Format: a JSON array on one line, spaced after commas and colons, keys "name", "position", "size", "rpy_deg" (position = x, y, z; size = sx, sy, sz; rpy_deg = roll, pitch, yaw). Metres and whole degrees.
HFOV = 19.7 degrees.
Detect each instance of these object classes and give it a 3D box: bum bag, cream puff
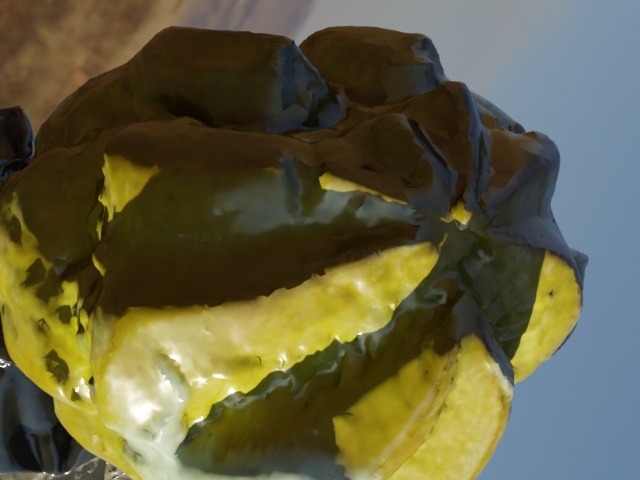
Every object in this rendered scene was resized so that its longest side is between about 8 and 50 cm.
[{"name": "bum bag", "position": [-0.204, 0.032, 1.205], "size": [0.123, 0.248, 0.060], "rpy_deg": [-24, 164, -14]}, {"name": "cream puff", "position": [0.000, 0.000, 1.075], "size": [0.378, 0.378, 0.275], "rpy_deg": [-62, 178, -43]}]

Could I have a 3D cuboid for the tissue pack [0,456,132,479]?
[{"name": "tissue pack", "position": [-0.116, 0.156, 1.543], "size": [0.210, 0.198, 0.370], "rpy_deg": [-33, 152, 25]}]
